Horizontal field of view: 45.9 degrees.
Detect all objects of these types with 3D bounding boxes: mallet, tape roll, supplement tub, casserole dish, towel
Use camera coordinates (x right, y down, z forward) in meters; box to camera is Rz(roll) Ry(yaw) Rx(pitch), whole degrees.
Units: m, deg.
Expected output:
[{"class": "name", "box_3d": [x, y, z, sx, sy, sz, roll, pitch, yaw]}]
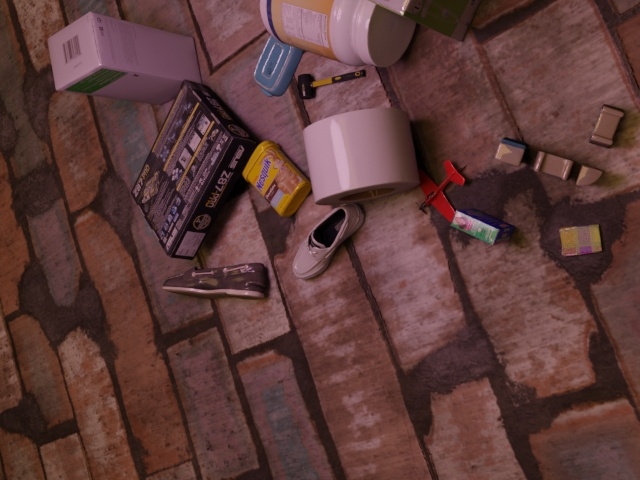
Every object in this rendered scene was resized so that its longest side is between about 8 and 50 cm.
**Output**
[{"class": "mallet", "box_3d": [0.025, -0.389, 1.884, 0.189, 0.039, 0.063, 2, 92, 31]}, {"class": "tape roll", "box_3d": [0.091, -0.185, 1.716, 0.246, 0.246, 0.169, -13, 84, 35]}, {"class": "supplement tub", "box_3d": [0.042, -0.535, 1.745, 0.316, 0.228, 0.228, 26, 107, 31]}, {"class": "casserole dish", "box_3d": [-0.116, -0.468, 1.977, 0.114, 0.037, 0.188, 38, 114, 28]}, {"class": "towel", "box_3d": [0.534, -0.001, 1.554, 0.083, 0.009, 0.060, -9, 86, 34]}]

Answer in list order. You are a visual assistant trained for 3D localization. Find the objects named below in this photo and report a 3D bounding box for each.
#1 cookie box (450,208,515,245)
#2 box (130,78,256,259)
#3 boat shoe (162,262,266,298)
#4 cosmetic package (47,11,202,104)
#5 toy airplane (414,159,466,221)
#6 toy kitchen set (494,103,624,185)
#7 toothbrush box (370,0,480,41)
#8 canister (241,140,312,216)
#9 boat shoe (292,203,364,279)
[{"class": "cookie box", "box_3d": [0.351, -0.031, 1.632, 0.107, 0.091, 0.040, 27, 110, 31]}, {"class": "box", "box_3d": [-0.365, -0.194, 2.086, 0.318, 0.097, 0.395, 48, 118, 37]}, {"class": "boat shoe", "box_3d": [-0.290, 0.108, 2.090, 0.335, 0.112, 0.096, 0, 75, 30]}, {"class": "cosmetic package", "box_3d": [-0.525, -0.488, 2.063, 0.196, 0.365, 0.155, -17, 82, 36]}, {"class": "toy airplane", "box_3d": [0.275, -0.119, 1.720, 0.151, 0.028, 0.151, 1, 92, 36]}, {"class": "toy kitchen set", "box_3d": [0.484, -0.216, 1.538, 0.207, 0.122, 0.166, 20, 104, 12]}, {"class": "toothbrush box", "box_3d": [0.237, -0.555, 1.573, 0.122, 0.283, 0.206, 35, 111, 30]}, {"class": "canister", "box_3d": [-0.112, -0.159, 1.965, 0.170, 0.073, 0.126, 47, 117, 22]}, {"class": "boat shoe", "box_3d": [0.000, 0.000, 1.884, 0.095, 0.084, 0.258, 49, 117, 23]}]
